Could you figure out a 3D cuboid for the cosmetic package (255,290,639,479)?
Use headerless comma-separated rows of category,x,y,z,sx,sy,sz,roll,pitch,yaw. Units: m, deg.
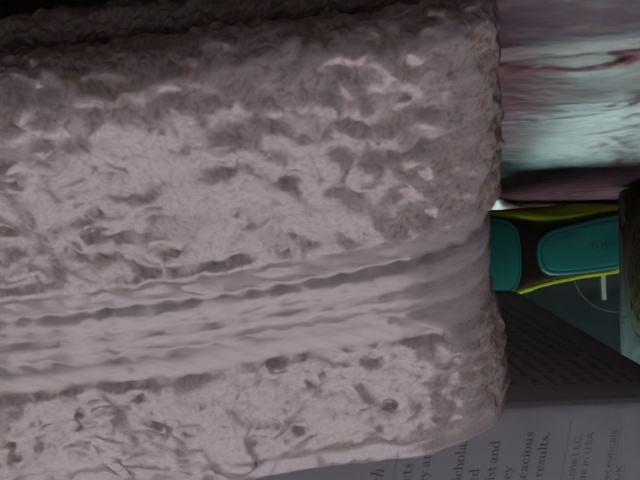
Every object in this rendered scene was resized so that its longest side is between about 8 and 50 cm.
cosmetic package,-0.020,0.138,0.887,0.453,0.161,0.230,1,-165,-23

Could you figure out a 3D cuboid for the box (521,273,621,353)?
box,0.259,0.053,1.321,0.165,0.143,0.270,-3,177,7

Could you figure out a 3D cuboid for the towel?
towel,-0.080,0.011,0.430,0.282,0.049,0.187,-7,134,0

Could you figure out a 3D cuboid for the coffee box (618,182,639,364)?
coffee box,0.271,0.021,0.895,0.098,0.141,0.246,-1,177,-1

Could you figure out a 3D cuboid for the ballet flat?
ballet flat,0.161,0.006,1.132,0.231,0.077,0.077,-6,-167,-15
